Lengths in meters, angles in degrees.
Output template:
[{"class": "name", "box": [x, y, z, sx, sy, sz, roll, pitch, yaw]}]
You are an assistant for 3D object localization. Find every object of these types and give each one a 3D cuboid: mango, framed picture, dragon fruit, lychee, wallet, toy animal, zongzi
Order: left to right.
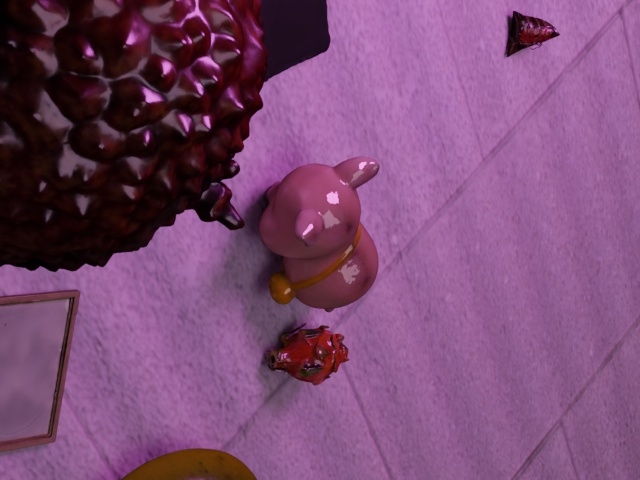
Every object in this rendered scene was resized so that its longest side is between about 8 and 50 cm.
[{"class": "framed picture", "box": [-0.359, 0.159, 1.901, 0.136, 0.010, 0.201, -4, 110, -48]}, {"class": "lychee", "box": [-0.248, -0.164, 1.552, 0.500, 0.424, 0.424, 47, 70, -35]}, {"class": "mango", "box": [-0.182, 0.368, 2.104, 0.273, 0.149, 0.185, 16, 97, -47]}, {"class": "wallet", "box": [-0.046, -0.354, 2.011, 0.146, 0.030, 0.285, -26, 125, -37]}, {"class": "dragon fruit", "box": [-0.019, 0.165, 2.255, 0.116, 0.086, 0.081, -18, 159, -36]}, {"class": "toy animal", "box": [0.000, 0.003, 2.154, 0.248, 0.149, 0.165, 77, 33, -51]}, {"class": "zongzi", "box": [0.316, -0.316, 2.455, 0.083, 0.067, 0.073, 10, 112, -33]}]
